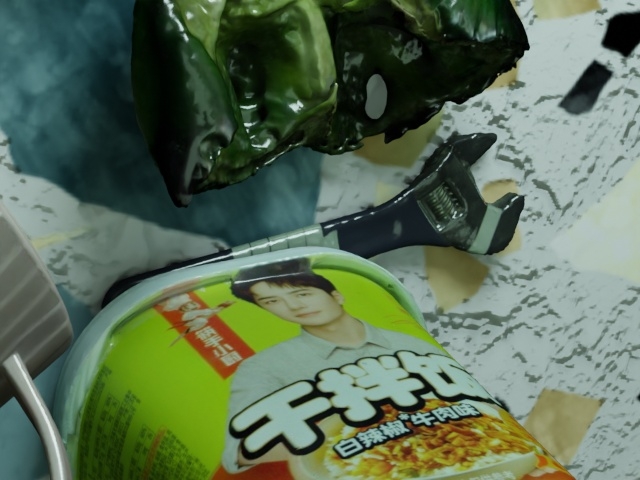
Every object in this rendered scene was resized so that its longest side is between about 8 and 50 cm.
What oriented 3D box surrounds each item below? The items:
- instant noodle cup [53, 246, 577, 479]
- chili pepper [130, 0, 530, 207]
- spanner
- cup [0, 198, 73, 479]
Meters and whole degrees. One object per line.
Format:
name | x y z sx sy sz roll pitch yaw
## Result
instant noodle cup | 0.014 0.178 1.076 0.294 0.308 0.294 -10 113 -25
chili pepper | -0.003 -0.119 1.124 0.264 0.116 0.148 -16 100 -25
spanner | 0.000 0.000 1.202 0.316 0.024 0.087 -17 110 -23
cup | -0.274 0.070 0.920 0.273 0.288 0.208 -39 132 -17
